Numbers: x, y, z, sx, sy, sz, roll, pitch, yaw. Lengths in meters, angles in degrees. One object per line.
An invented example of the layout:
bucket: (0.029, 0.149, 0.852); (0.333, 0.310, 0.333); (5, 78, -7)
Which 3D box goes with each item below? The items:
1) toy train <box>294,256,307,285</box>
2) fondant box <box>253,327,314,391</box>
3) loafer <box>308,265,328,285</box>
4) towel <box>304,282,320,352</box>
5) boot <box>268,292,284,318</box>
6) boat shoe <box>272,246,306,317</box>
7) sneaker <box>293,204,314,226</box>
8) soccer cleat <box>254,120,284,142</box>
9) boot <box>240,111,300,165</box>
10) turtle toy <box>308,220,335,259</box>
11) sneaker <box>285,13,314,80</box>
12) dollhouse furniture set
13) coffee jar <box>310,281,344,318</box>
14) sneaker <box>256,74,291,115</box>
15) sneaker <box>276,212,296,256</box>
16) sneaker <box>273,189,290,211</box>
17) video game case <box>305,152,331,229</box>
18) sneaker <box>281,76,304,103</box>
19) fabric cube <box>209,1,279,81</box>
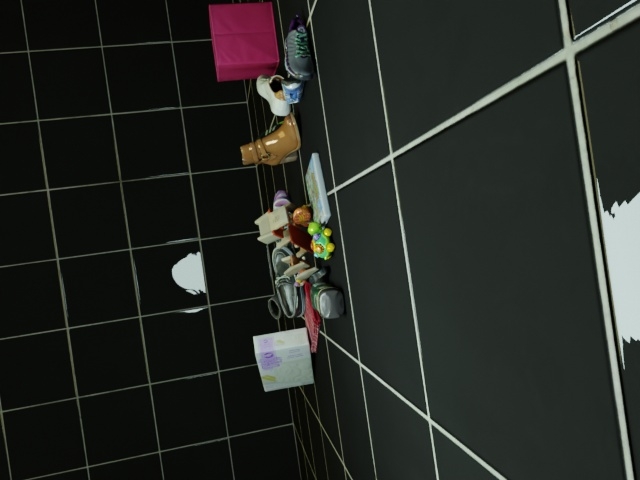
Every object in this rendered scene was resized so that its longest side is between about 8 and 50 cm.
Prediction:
toy train: (-0.070, 0.137, 2.126); (0.166, 0.046, 0.125); (88, -161, -82)
fondant box: (-0.162, 0.546, 2.298); (0.096, 0.238, 0.330); (-103, 6, -46)
loafer: (0.005, 0.132, 1.716); (0.061, 0.062, 0.170); (57, 168, 10)
towel: (-0.041, 0.330, 2.143); (0.275, 0.031, 0.199); (95, 164, -50)
boot: (-0.163, 0.307, 2.365); (0.190, 0.076, 0.208); (62, -163, -16)
boat shoe: (-0.145, 0.185, 2.277); (0.119, 0.121, 0.335); (-10, -99, -71)
sneaker: (-0.061, -0.091, 1.735); (0.175, 0.064, 0.067); (40, -145, -78)
soccer cleat: (-0.188, -0.415, 1.996); (0.060, 0.179, 0.072); (54, 176, -22)
boot: (-0.193, -0.372, 1.899); (0.283, 0.220, 0.109); (116, 145, -71)
turtle toy: (0.000, 0.000, 1.585); (0.095, 0.066, 0.130); (109, 151, -67)
sneaker: (-0.064, -0.563, 1.473); (0.098, 0.083, 0.224); (104, 157, -51)
dollhouse furniture set: (-0.098, -0.021, 1.799); (0.259, 0.135, 0.262); (28, -139, -52)
coffee jar: (0.021, 0.187, 1.584); (0.184, 0.079, 0.096); (-167, 71, -79)
sneaker: (-0.175, -0.610, 1.992); (0.290, 0.105, 0.123); (-121, 30, -42)
sneaker: (-0.171, -0.022, 2.381); (0.118, 0.107, 0.279); (-99, 8, -61)
sneaker: (-0.187, -0.151, 2.410); (0.236, 0.095, 0.105); (106, 161, -54)
video game case: (-0.011, -0.148, 1.645); (0.193, 0.023, 0.212); (118, 143, -72)
sneaker: (-0.085, -0.497, 1.664); (0.211, 0.080, 0.081); (-102, 0, -76)
fabric cube: (-0.332, -0.850, 2.177); (0.254, 0.258, 0.259); (-170, 72, -80)
